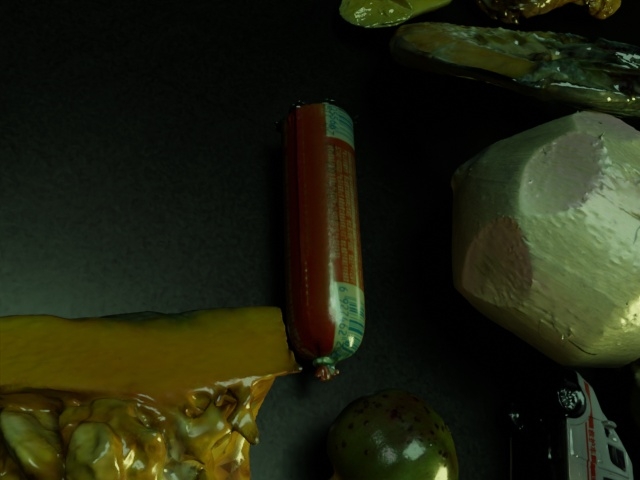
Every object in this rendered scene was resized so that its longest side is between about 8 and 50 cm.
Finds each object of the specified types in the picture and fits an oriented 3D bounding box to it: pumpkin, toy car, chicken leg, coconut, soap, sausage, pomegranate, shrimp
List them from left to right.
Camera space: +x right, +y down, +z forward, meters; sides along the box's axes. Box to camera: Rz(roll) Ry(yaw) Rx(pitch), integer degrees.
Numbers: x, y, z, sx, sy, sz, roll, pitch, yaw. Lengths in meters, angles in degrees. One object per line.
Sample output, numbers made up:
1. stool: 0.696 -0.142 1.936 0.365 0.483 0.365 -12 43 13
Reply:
1. pumpkin: -0.109 0.195 0.493 0.226 0.256 0.303 5 38 -20
2. sausage: 0.000 0.000 0.766 0.083 0.083 0.263 10 61 -22
3. pomegranate: 0.041 0.183 0.673 0.142 0.114 0.114 -31 79 -10
4. soap: 0.093 -0.280 0.980 0.089 0.033 0.168 24 39 22
5. chicken leg: 0.298 -0.329 1.100 0.252 0.087 0.107 -3 56 -33
6. coconut: 0.230 -0.009 0.790 0.230 0.227 0.227 40 53 4
7. toy car: 0.225 0.219 0.747 0.108 0.089 0.209 17 58 -18
8. shrimp: 0.290 -0.169 0.882 0.445 0.085 0.272 12 18 3

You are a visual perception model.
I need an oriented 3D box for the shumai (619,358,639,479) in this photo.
1. shumai: 0.399 0.205 0.829 0.346 0.217 0.283 0 32 -38
